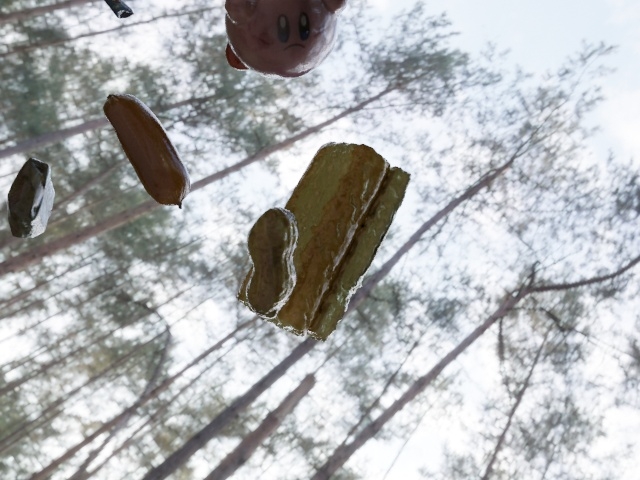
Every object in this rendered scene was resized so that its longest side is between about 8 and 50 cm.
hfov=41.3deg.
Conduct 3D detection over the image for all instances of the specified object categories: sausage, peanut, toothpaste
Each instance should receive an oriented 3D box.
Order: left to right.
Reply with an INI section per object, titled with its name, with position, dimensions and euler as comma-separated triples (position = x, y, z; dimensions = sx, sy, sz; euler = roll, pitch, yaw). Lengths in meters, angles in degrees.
[toothpaste]
position = -0.308, -0.358, 1.252
dimensions = 0.027, 0.083, 0.019
euler = -22, -125, 12
[sausage]
position = -0.220, -0.120, 1.092
dimensions = 0.054, 0.062, 0.183
euler = -40, -104, 50
[peanut]
position = -0.082, 0.037, 1.382
dimensions = 0.089, 0.089, 0.192
euler = 13, -75, 27

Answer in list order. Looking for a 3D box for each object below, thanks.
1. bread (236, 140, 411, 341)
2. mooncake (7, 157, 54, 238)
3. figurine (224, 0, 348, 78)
[bread]
position = 0.000, 0.000, 1.636
dimensions = 0.165, 0.375, 0.237
euler = 33, -12, -30
[mooncake]
position = -0.556, -0.077, 1.617
dimensions = 0.073, 0.129, 0.125
euler = 9, -28, -9
[figurine]
position = -0.053, -0.315, 1.213
dimensions = 0.173, 0.173, 0.173
euler = 12, -65, 28
